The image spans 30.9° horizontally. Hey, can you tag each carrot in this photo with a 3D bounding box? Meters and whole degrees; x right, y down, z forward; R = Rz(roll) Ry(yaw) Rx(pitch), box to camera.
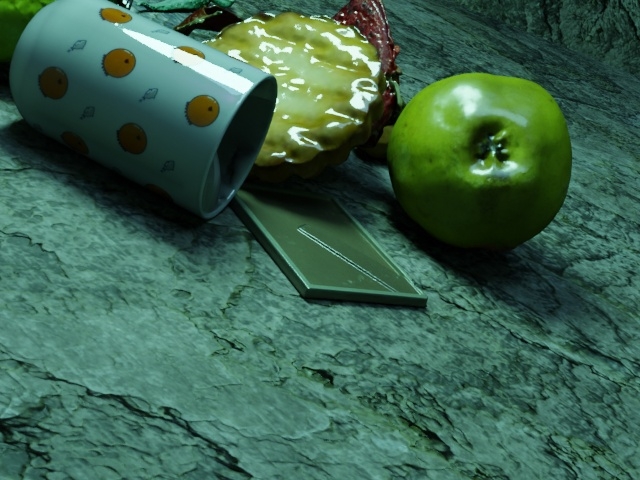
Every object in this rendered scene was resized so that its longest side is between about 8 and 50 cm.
[{"bbox_3d":[0.133,-0.184,2.089,0.173,0.082,0.082,2,31,-41],"label":"carrot"}]

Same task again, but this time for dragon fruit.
[{"bbox_3d":[0.042,-0.225,1.914,0.205,0.317,0.152,51,6,24],"label":"dragon fruit"}]

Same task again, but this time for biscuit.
[{"bbox_3d":[-0.059,-0.214,1.771,0.326,0.107,0.326,-3,56,5],"label":"biscuit"}]

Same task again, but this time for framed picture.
[{"bbox_3d":[0.000,0.000,1.625,0.211,0.020,0.289,6,28,-36],"label":"framed picture"}]

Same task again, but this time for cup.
[{"bbox_3d":[-0.245,-0.192,1.558,0.317,0.212,0.212,27,22,8],"label":"cup"}]

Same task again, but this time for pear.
[{"bbox_3d":[0.246,-0.126,1.843,0.287,0.287,0.375,23,5,-1],"label":"pear"}]

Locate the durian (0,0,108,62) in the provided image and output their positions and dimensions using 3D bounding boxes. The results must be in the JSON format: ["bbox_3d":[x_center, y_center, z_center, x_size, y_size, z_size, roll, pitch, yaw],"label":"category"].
[{"bbox_3d":[-0.479,-0.361,1.707,0.340,0.204,0.256,-11,17,-17],"label":"durian"}]

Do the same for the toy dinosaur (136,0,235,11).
[{"bbox_3d":[-0.310,-0.539,2.439,0.129,0.076,0.383,54,36,8],"label":"toy dinosaur"}]

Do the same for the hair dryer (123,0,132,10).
[{"bbox_3d":[-0.445,-0.396,2.013,0.197,0.089,0.251,22,31,-10],"label":"hair dryer"}]

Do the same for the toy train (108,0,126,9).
[{"bbox_3d":[-0.351,-0.369,1.839,0.090,0.225,0.137,15,16,-16],"label":"toy train"}]

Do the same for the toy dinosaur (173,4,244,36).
[{"bbox_3d":[-0.227,-0.301,1.916,0.113,0.206,0.327,54,17,-8],"label":"toy dinosaur"}]
